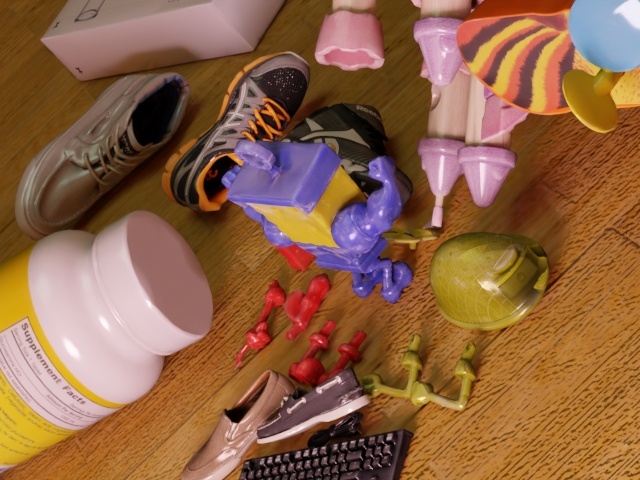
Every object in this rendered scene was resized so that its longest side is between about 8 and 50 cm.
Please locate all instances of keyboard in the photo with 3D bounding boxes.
[{"bbox_3d":[-0.001,0.194,1.534,0.180,0.023,0.108,-15,39,37],"label":"keyboard"}]

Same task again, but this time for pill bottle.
[{"bbox_3d":[-0.281,0.106,1.807,0.334,0.188,0.188,-29,32,21],"label":"pill bottle"}]

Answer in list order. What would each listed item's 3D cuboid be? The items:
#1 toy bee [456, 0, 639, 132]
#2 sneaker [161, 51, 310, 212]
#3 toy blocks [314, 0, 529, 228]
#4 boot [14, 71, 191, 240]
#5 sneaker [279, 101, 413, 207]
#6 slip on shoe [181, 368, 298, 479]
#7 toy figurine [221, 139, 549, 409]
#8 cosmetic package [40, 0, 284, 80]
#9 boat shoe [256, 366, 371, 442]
[{"bbox_3d":[0.252,-0.135,1.338,0.195,0.162,0.298,-36,19,-29],"label":"toy bee"},{"bbox_3d":[-0.080,-0.113,1.972,0.215,0.084,0.083,-52,33,2],"label":"sneaker"},{"bbox_3d":[0.178,-0.153,1.599,0.288,0.308,0.260,159,118,-68],"label":"toy blocks"},{"bbox_3d":[-0.259,-0.109,2.148,0.123,0.095,0.258,-8,43,54],"label":"boot"},{"bbox_3d":[0.033,-0.093,1.807,0.106,0.078,0.234,-51,29,-11],"label":"sneaker"},{"bbox_3d":[-0.079,0.171,1.633,0.135,0.041,0.051,-39,30,6],"label":"slip on shoe"},{"bbox_3d":[0.000,0.000,1.587,0.362,0.217,0.191,9,57,54],"label":"toy figurine"},{"bbox_3d":[-0.169,-0.359,2.373,0.377,0.097,0.284,-4,50,47],"label":"cosmetic package"},{"bbox_3d":[-0.012,0.146,1.567,0.125,0.038,0.046,-27,-5,40],"label":"boat shoe"}]
